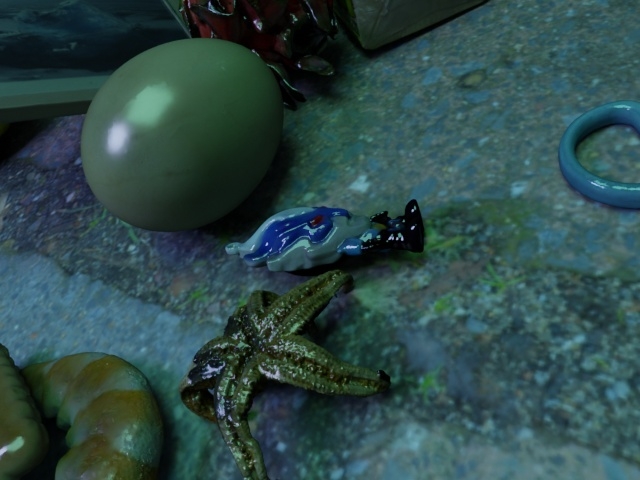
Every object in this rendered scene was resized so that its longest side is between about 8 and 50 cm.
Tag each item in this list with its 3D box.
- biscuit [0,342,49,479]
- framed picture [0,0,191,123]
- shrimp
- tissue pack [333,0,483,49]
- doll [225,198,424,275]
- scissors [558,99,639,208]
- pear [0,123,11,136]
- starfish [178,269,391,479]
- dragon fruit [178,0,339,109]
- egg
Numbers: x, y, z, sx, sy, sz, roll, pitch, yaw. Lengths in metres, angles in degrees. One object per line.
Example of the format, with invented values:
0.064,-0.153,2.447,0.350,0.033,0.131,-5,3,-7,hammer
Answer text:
-0.369,0.244,0.442,0.217,0.044,0.325,24,70,47,biscuit
-0.364,-0.275,0.709,0.445,0.028,0.326,-18,59,-34,framed picture
-0.222,0.179,0.456,0.185,0.068,0.287,-42,48,-12,shrimp
0.081,-0.421,0.751,0.200,0.167,0.275,-25,46,-1,tissue pack
0.000,0.000,0.513,0.195,0.070,0.096,-7,20,14,doll
0.337,0.024,0.370,0.192,0.029,0.447,-19,47,8,scissors
-0.679,-0.278,0.824,0.390,0.391,0.391,-12,49,14,pear
-0.022,0.095,0.441,0.146,0.074,0.190,22,62,42,starfish
-0.072,-0.293,0.698,0.274,0.192,0.193,33,58,22,dragon fruit
-0.141,-0.117,0.585,0.185,0.186,0.242,25,60,36,egg
